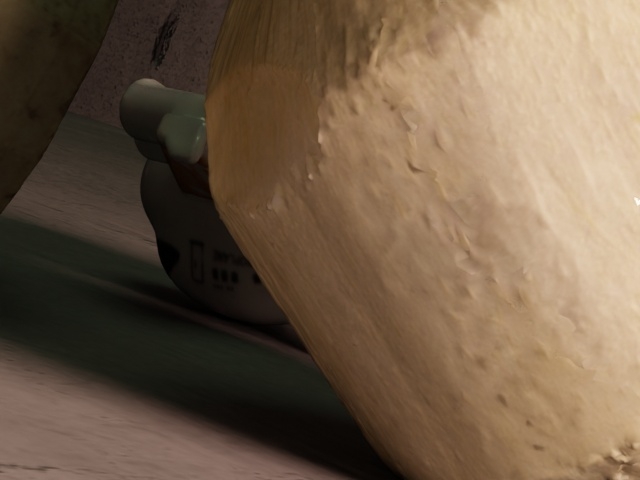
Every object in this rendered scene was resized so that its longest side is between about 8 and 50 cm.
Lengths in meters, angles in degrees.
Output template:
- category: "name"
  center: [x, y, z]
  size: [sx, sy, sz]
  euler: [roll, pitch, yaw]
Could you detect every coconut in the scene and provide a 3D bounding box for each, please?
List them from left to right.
- category: "coconut"
  center: [0.079, -0.046, 0.645]
  size: [0.266, 0.237, 0.237]
  euler: [61, -10, -15]

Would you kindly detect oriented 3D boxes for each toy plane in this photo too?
- category: "toy plane"
  center: [0.000, 0.000, 0.927]
  size: [0.244, 0.117, 0.245]
  euler: [25, -11, 5]

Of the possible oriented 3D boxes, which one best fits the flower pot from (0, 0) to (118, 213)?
- category: "flower pot"
  center: [-0.230, -0.116, 0.748]
  size: [0.259, 0.290, 0.290]
  euler: [29, -2, -24]
